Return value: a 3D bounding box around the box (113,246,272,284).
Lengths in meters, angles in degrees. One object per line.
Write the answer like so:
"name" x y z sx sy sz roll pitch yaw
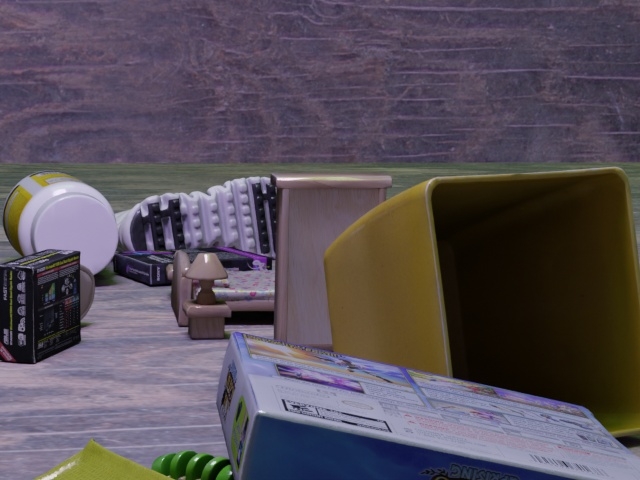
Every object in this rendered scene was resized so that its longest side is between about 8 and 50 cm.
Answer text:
"box" -0.155 0.030 2.338 0.162 0.029 0.116 -1 7 -28

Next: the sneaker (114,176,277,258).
"sneaker" -0.143 -0.023 2.493 0.292 0.110 0.118 -3 0 -33

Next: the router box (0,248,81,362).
"router box" -0.267 0.061 1.844 0.038 0.092 0.122 3 7 14

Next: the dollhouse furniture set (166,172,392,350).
"dollhouse furniture set" 0.000 0.000 2.043 0.303 0.173 0.355 0 8 -9

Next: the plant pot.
"plant pot" 0.119 0.063 1.548 0.212 0.212 0.187 -5 -4 -36

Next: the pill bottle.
"pill bottle" -0.311 -0.017 2.323 0.119 0.119 0.208 -1 8 -17

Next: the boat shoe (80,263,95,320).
"boat shoe" -0.304 0.060 1.921 0.065 0.075 0.206 9 15 30

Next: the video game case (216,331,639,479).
"video game case" 0.072 0.137 1.271 0.270 0.061 0.244 13 8 -8

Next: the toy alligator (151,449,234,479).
"toy alligator" -0.053 0.166 1.236 0.190 0.051 0.056 7 10 35

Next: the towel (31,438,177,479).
"towel" -0.121 0.173 1.179 0.102 0.021 0.237 -26 21 -29
